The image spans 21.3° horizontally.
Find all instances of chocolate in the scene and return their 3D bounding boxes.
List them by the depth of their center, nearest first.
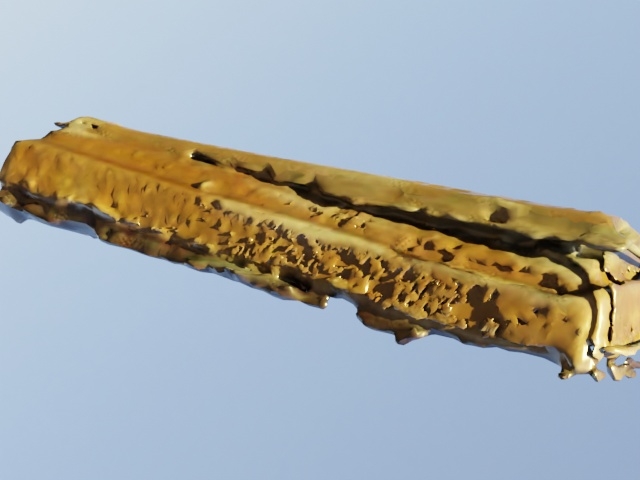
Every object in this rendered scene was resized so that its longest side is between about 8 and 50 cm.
[{"bbox_3d":[-0.001,-0.006,0.741,0.329,0.065,0.102,13,-172,33],"label":"chocolate"}]
